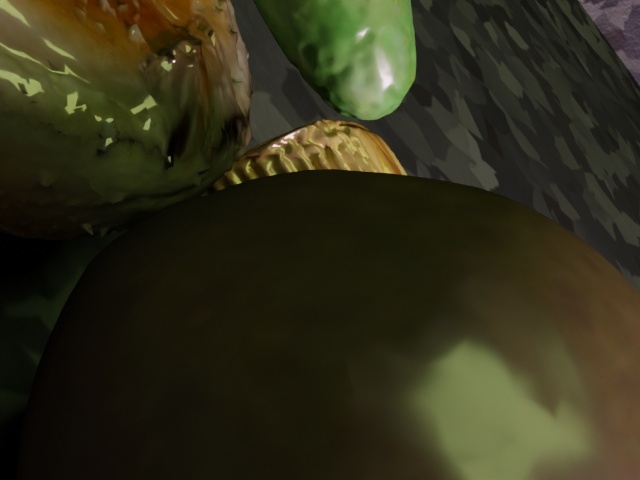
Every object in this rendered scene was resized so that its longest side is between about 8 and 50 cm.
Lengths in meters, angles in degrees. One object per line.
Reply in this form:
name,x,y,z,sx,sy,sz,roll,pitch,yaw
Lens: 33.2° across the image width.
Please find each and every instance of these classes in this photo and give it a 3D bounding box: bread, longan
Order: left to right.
bread,-0.170,-0.123,0.517,0.305,0.159,0.305,41,25,-25
bread,0.000,0.000,0.661,0.114,0.132,0.190,56,16,7
longan,0.018,0.104,0.450,0.297,0.297,0.297,38,32,-29

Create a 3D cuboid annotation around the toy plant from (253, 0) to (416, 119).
toy plant,-0.062,-0.266,0.696,0.356,0.210,0.317,29,-38,52
